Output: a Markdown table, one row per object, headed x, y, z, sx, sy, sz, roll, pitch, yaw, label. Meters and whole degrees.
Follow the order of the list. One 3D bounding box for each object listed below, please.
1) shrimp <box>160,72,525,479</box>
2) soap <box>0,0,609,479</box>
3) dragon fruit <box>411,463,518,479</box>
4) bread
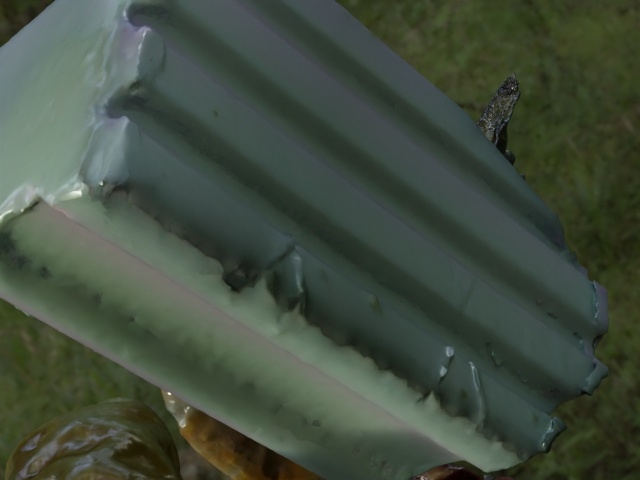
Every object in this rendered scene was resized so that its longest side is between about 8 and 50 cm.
| x | y | z | sx | sy | sz | roll | pitch | yaw | label |
| --- | --- | --- | --- | --- | --- | --- | --- | --- | --- |
| 0.027 | 0.000 | 1.276 | 0.445 | 0.272 | 0.085 | -49 | 23 | -18 | shrimp |
| 0.000 | 0.000 | 0.972 | 0.156 | 0.446 | 0.261 | -30 | 41 | 36 | soap |
| 0.115 | 0.349 | 1.266 | 0.329 | 0.329 | 0.329 | -34 | 20 | 15 | dragon fruit |
| -0.147 | 0.203 | 0.995 | 0.152 | 0.130 | 0.268 | -49 | 25 | 9 | bread |
